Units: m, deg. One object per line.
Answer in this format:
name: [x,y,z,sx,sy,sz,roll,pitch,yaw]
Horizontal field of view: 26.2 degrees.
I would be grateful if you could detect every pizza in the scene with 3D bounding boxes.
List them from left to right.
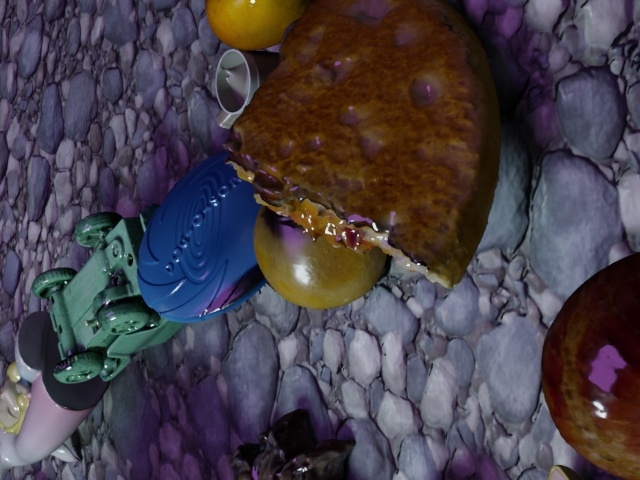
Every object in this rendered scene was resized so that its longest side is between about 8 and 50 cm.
pizza: [0.045,-0.108,1.336,0.278,0.114,0.409,-31,48,11]

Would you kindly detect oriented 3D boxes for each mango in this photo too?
mango: [-0.055,-0.260,1.479,0.217,0.141,0.102,-78,-21,-82]

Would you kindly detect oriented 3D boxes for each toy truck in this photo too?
toy truck: [-0.259,0.072,1.790,0.279,0.156,0.155,-44,57,46]

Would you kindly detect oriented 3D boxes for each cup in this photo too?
cup: [-0.062,-0.165,1.559,0.074,0.099,0.102,39,122,46]

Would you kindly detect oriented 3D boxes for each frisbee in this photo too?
frisbee: [-0.125,-0.017,1.596,0.242,0.045,0.242,-22,48,27]

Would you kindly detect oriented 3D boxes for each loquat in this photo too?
loquat: [0.000,0.000,1.452,0.163,0.137,0.163,20,121,36]

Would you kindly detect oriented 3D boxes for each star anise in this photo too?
star anise: [-0.046,0.319,1.561,0.236,0.109,0.223,-43,62,43]

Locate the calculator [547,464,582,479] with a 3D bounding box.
calculator: [0.252,0.323,1.215,0.157,0.033,0.236,13,105,52]

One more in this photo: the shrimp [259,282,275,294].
shrimp: [-0.096,0.001,1.633,0.174,0.082,0.076,50,135,49]

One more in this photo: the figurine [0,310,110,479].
figurine: [-0.437,0.221,2.034,0.315,0.206,0.284,-51,58,34]

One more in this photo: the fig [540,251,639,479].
fig: [0.268,0.089,1.067,0.205,0.205,0.205,4,94,54]
